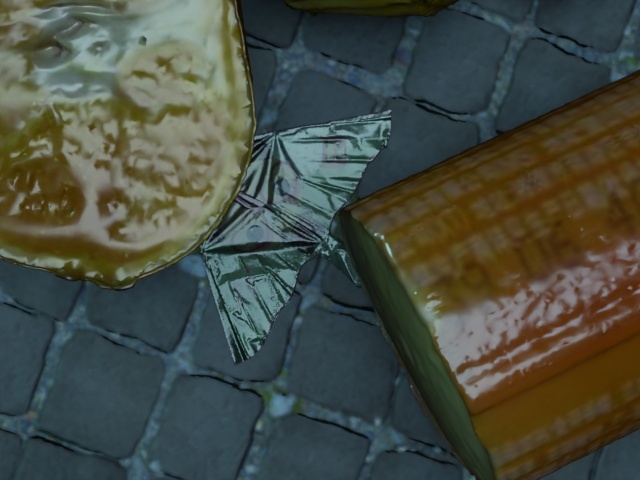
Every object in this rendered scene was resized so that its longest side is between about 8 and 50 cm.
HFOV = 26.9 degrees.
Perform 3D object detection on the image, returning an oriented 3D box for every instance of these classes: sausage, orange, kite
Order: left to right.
[{"bbox_3d":[-0.171,-0.150,0.901,0.274,0.274,0.310,-20,130,-4],"label":"orange"},{"bbox_3d":[0.000,0.000,1.026,0.250,0.012,0.229,34,87,-4],"label":"kite"},{"bbox_3d":[0.186,0.020,0.929,0.287,0.233,0.233,-25,90,-8],"label":"sausage"}]

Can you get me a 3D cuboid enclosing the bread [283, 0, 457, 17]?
[{"bbox_3d":[0.034,-0.270,0.950,0.139,0.240,0.240,-11,89,34],"label":"bread"}]
